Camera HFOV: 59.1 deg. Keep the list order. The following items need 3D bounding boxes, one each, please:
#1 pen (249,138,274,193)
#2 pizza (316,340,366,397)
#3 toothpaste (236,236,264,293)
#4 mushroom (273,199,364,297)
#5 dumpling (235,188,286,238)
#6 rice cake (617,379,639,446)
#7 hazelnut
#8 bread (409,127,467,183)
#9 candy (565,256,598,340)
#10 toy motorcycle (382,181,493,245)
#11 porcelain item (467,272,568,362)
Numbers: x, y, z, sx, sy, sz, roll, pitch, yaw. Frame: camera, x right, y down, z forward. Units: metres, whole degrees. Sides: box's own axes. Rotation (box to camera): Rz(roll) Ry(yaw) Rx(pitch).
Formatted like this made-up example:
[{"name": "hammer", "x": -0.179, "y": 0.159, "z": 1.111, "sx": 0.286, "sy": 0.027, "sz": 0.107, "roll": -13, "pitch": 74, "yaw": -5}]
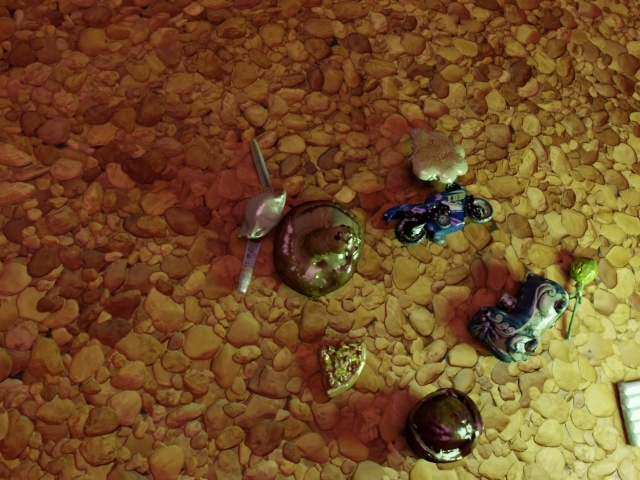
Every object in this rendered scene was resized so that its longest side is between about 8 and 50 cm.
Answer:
[{"name": "pen", "x": -0.174, "y": -0.196, "z": 1.664, "sx": 0.040, "sy": 0.032, "sz": 0.233, "roll": -22, "pitch": 73, "yaw": 8}, {"name": "pizza", "x": 0.046, "y": 0.330, "z": 1.502, "sx": 0.134, "sy": 0.046, "sz": 0.175, "roll": 28, "pitch": 69, "yaw": 1}, {"name": "toothpaste", "x": -0.197, "y": 0.056, "z": 1.571, "sx": 0.048, "sy": 0.031, "sz": 0.190, "roll": 13, "pitch": 66, "yaw": -1}, {"name": "mushroom", "x": -0.002, "y": -0.003, "z": 1.542, "sx": 0.268, "sy": 0.254, "sz": 0.267, "roll": 5, "pitch": 43, "yaw": -5}, {"name": "dumpling", "x": -0.170, "y": -0.077, "z": 1.579, "sx": 0.100, "sy": 0.134, "sz": 0.169, "roll": 22, "pitch": 86, "yaw": -30}, {"name": "rice cake", "x": 0.948, "y": 0.476, "z": 1.601, "sx": 0.198, "sy": 0.037, "sz": 0.189, "roll": -2, "pitch": 71, "yaw": -10}, {"name": "hazelnut", "x": 0.311, "y": 0.469, "z": 1.436, "sx": 0.170, "sy": 0.160, "sz": 0.201, "roll": 39, "pitch": 75, "yaw": 7}, {"name": "bread", "x": 0.359, "y": -0.265, "z": 1.721, "sx": 0.182, "sy": 0.039, "sz": 0.250, "roll": 8, "pitch": 45, "yaw": -2}, {"name": "candy", "x": 0.761, "y": 0.171, "z": 1.674, "sx": 0.077, "sy": 0.073, "sz": 0.262, "roll": 16, "pitch": 75, "yaw": 16}, {"name": "toy motorcycle", "x": 0.345, "y": -0.088, "z": 1.671, "sx": 0.316, "sy": 0.113, "sz": 0.168, "roll": -17, "pitch": 63, "yaw": -6}, {"name": "porcelain item", "x": 0.563, "y": 0.211, "z": 1.595, "sx": 0.186, "sy": 0.138, "sz": 0.288, "roll": 38, "pitch": 73, "yaw": 23}]
